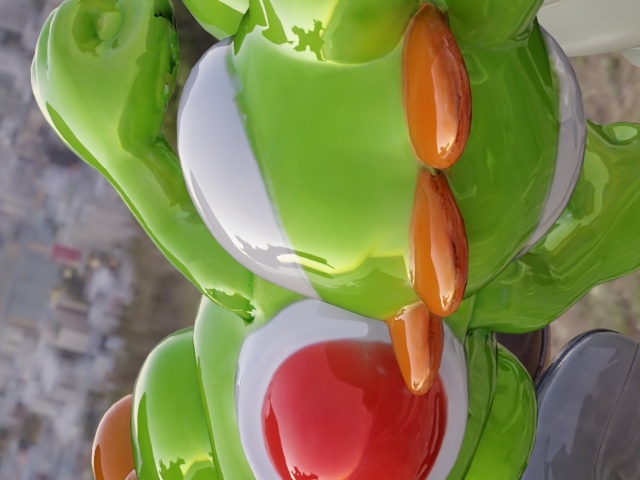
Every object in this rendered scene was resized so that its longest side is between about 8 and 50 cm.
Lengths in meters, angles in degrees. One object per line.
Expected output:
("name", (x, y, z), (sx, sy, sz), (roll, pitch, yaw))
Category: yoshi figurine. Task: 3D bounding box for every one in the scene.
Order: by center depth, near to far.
("yoshi figurine", (0.007, -0.020, 0.637), (0.203, 0.203, 0.362), (-38, -26, -32))

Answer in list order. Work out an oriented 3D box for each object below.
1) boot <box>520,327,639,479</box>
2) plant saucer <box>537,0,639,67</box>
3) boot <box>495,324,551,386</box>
("boot", (0.131, 0.150, 0.913), (0.161, 0.083, 0.246), (133, 162, -75))
("plant saucer", (0.242, -0.183, 1.024), (0.400, 0.100, 0.400), (-26, 12, 6))
("boot", (0.058, 0.045, 1.204), (0.090, 0.207, 0.248), (2, 35, 36))
